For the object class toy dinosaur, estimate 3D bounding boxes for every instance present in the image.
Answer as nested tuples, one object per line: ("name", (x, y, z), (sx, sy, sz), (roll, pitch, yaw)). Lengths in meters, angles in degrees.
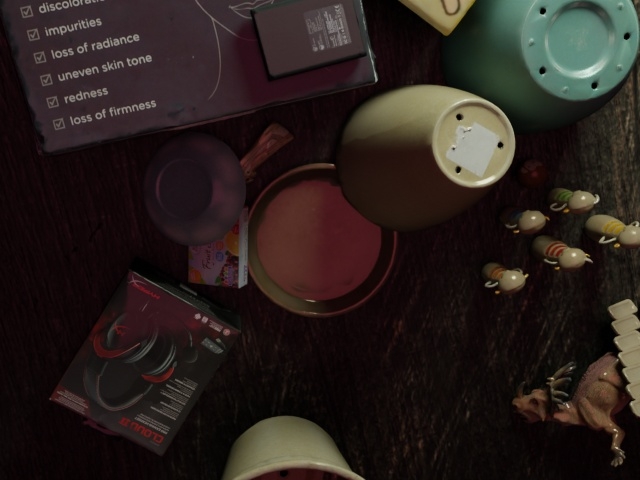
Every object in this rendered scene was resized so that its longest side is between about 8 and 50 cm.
("toy dinosaur", (0.526, 0.275, 1.351), (0.296, 0.127, 0.200), (-42, 90, -6))

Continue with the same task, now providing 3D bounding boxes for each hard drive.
("hard drive", (-0.015, -0.272, 0.943), (0.135, 0.022, 0.094), (-16, 102, -5))

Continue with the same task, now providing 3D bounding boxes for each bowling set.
("bowling set", (0.396, -0.036, 1.259), (0.287, 0.154, 0.199), (-26, 102, -2))

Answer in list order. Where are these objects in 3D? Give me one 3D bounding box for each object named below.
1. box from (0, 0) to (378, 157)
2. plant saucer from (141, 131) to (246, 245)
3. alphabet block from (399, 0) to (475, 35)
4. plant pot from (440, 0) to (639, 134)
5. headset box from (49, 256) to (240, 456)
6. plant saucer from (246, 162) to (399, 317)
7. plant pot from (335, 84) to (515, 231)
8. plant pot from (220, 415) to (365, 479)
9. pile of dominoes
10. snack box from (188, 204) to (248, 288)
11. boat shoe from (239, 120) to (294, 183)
("box", (-0.212, -0.409, 1.050), (0.480, 0.297, 0.471), (-13, 103, -5))
("plant saucer", (-0.221, -0.086, 1.202), (0.195, 0.037, 0.194), (1, 94, 17))
("alphabet block", (0.175, -0.460, 1.111), (0.197, 0.193, 0.192), (35, 115, -8))
("plant pot", (0.368, -0.316, 1.165), (0.293, 0.235, 0.292), (-1, 100, -6))
("headset box", (-0.305, 0.212, 1.245), (0.218, 0.110, 0.293), (32, 95, -11))
("plant saucer", (0.000, 0.000, 1.279), (0.278, 0.041, 0.277), (-1, 101, -6))
("plant pot", (0.184, -0.138, 1.134), (0.257, 0.274, 0.256), (-1, 92, -14))
("plant pot", (-0.056, 0.460, 1.219), (0.334, 0.305, 0.333), (-1, 100, -7))
("pile of dominoes", (0.632, 0.223, 1.329), (0.196, 0.251, 0.040), (5, 144, -7))
("snack box", (-0.177, 0.007, 1.242), (0.100, 0.037, 0.141), (5, 100, 21))
("boat shoe", (-0.109, -0.135, 1.236), (0.048, 0.056, 0.153), (39, 87, -7))
